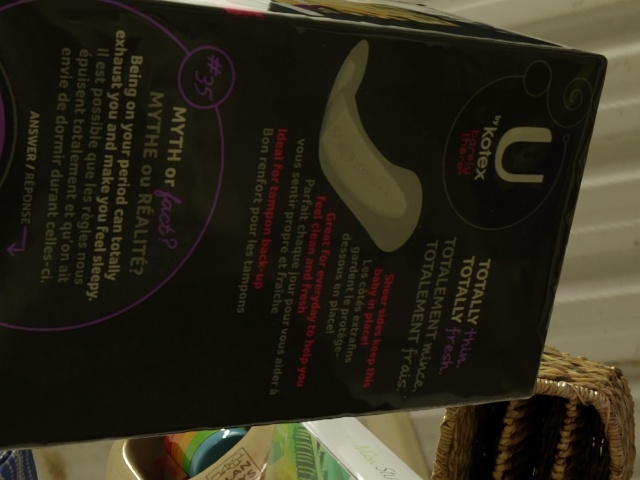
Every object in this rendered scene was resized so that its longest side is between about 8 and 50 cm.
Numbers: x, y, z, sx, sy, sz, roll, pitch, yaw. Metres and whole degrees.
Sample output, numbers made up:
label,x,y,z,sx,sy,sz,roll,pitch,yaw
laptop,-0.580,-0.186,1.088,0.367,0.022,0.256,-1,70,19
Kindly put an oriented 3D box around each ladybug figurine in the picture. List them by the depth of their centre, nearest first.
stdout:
label,x,y,z,sx,sy,sz,roll,pitch,yaw
ladybug figurine,-0.117,0.293,1.482,0.305,0.449,0.162,-37,-69,-9

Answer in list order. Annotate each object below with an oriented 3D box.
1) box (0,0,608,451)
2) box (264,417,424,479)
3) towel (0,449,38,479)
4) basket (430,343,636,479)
label,x,y,z,sx,sy,sz,roll,pitch,yaw
box,-0.037,-0.023,0.490,0.143,0.270,0.165,32,-64,54
box,-0.003,0.290,0.776,0.058,0.232,0.322,10,-85,-19
towel,-0.346,0.397,1.203,0.040,0.336,0.243,-1,-58,15
basket,0.275,0.307,1.488,0.213,0.223,0.299,17,-74,26
